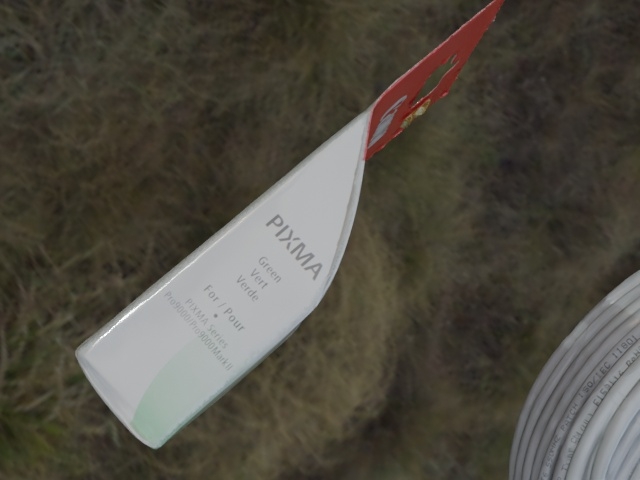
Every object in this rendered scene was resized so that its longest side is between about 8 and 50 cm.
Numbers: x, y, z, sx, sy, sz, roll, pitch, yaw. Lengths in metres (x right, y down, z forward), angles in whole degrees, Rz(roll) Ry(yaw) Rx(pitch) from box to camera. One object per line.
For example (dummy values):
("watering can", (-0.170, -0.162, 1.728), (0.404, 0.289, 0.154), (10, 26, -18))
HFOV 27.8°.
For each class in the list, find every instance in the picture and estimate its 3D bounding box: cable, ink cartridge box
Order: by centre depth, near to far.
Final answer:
("ink cartridge box", (0.000, 0.000, 0.575), (0.225, 0.056, 0.181), (-38, 177, -7))
("cable", (0.237, 0.119, 0.775), (0.257, 0.089, 0.257), (18, 109, -32))
